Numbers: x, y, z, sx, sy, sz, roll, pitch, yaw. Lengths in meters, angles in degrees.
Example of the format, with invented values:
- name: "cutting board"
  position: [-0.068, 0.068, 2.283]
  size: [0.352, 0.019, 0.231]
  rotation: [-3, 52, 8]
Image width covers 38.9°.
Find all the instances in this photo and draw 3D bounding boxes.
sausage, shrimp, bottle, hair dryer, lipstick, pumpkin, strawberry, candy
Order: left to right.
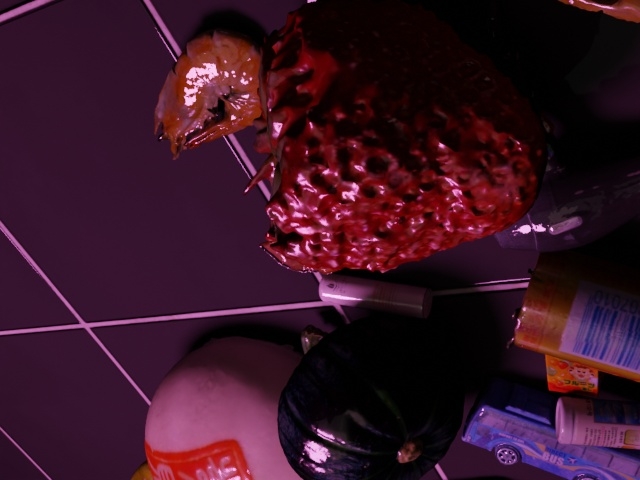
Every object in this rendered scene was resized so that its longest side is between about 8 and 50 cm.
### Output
- name: "shrimp"
  position: [-0.123, -0.151, 1.015]
  size: [0.115, 0.051, 0.217]
  rotation: [35, 136, -9]
- name: "pumpkin"
  position: [0.049, 0.193, 1.152]
  size: [0.248, 0.248, 0.248]
  rotation: [16, 137, 15]
- name: "lipstick"
  position: [0.067, 0.068, 1.133]
  size: [0.141, 0.040, 0.040]
  rotation: [8, 135, 23]
- name: "strawberry"
  position: [0.055, -0.091, 0.849]
  size: [0.257, 0.261, 0.261]
  rotation: [-5, 136, -7]
- name: "hair dryer"
  position: [0.225, -0.119, 0.833]
  size: [0.235, 0.091, 0.272]
  rotation: [-22, 115, 31]
- name: "candy"
  position: [0.298, 0.130, 1.066]
  size: [0.062, 0.038, 0.122]
  rotation: [6, 134, 24]
- name: "bottle"
  position: [0.392, 0.221, 1.074]
  size: [0.217, 0.060, 0.060]
  rotation: [4, 135, 8]
- name: "sausage"
  position: [0.361, 0.095, 0.942]
  size: [0.317, 0.125, 0.117]
  rotation: [17, 134, 10]

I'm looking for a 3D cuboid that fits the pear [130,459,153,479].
- name: "pear"
  position: [-0.247, 0.478, 1.647]
  size: [0.180, 0.166, 0.216]
  rotation: [-25, 140, 29]

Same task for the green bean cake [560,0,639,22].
- name: "green bean cake"
  position: [0.246, -0.275, 0.622]
  size: [0.224, 0.131, 0.230]
  rotation: [20, 141, 14]

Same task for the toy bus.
- name: "toy bus"
  position: [0.307, 0.250, 1.161]
  size: [0.236, 0.079, 0.094]
  rotation: [18, 122, 12]

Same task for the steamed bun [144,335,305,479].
- name: "steamed bun"
  position: [-0.100, 0.334, 1.348]
  size: [0.374, 0.241, 0.374]
  rotation: [18, 140, 16]

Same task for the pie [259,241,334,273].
- name: "pie"
  position: [0.000, 0.000, 1.107]
  size: [0.092, 0.034, 0.170]
  rotation: [42, 137, -9]
